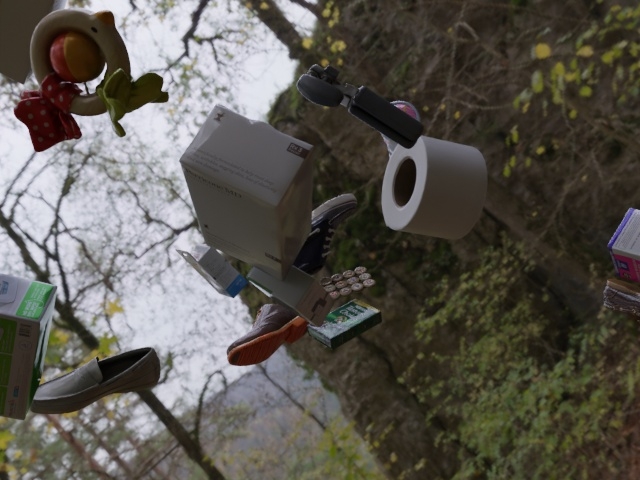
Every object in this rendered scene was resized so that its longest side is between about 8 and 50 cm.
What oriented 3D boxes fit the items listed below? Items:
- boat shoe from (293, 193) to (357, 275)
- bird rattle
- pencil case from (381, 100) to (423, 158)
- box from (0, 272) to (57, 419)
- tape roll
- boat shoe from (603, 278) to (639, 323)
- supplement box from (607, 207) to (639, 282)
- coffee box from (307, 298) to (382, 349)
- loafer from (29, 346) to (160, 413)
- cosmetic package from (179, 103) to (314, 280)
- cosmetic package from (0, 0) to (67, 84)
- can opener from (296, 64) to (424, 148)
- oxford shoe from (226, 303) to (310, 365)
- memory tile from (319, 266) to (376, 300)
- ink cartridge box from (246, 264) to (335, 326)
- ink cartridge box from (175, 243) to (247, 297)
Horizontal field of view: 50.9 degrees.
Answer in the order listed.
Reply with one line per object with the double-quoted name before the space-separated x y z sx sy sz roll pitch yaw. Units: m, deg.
"boat shoe" 0.000 0.000 2.052 0.341 0.158 0.127 -32 -18 -13
"bird rattle" -0.374 -0.256 1.058 0.143 0.254 0.206 -42 -51 -58
"pencil case" 0.231 -0.280 1.856 0.114 0.124 0.273 -31 -20 5
"box" -0.652 0.195 1.285 0.126 0.231 0.261 -96 23 -58
"tape roll" 0.280 -0.132 1.684 0.169 0.246 0.246 8 -36 -19
"boat shoe" 0.693 0.144 1.441 0.207 0.073 0.073 -144 62 -68
"supplement box" 0.713 0.031 1.346 0.114 0.220 0.111 -53 -48 -17
"coffee box" 0.067 0.229 1.865 0.184 0.113 0.040 -24 -61 -30
"loafer" -0.556 0.336 1.654 0.320 0.112 0.111 -15 -55 -25
"cosmetic package" -0.138 -0.084 1.389 0.156 0.217 0.385 -62 -12 -21
"cosmetic package" -0.634 -0.521 1.478 0.309 0.113 0.160 -53 20 30
"can opener" 0.080 -0.277 1.446 0.095 0.284 0.076 -56 -2 -24
"oxford shoe" -0.178 0.289 2.149 0.364 0.133 0.129 -20 -35 -47
"memory tile" 0.079 0.124 1.964 0.148 0.113 0.012 -18 -58 -8
"ink cartridge box" -0.067 0.120 1.629 0.086 0.153 0.208 -57 -22 -9
"ink cartridge box" -0.286 0.067 1.763 0.060 0.180 0.104 -49 25 -18
